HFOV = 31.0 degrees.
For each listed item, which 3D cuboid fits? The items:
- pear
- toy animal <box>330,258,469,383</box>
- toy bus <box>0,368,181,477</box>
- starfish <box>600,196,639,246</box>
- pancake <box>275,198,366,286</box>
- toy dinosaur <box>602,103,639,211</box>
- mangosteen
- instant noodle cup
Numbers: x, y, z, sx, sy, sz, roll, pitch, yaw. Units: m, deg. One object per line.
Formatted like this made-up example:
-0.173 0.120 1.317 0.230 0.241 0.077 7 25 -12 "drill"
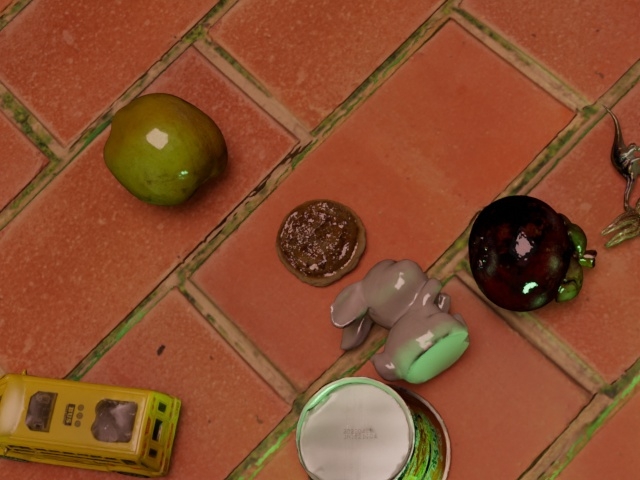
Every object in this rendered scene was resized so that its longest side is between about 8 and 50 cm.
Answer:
-0.260 -0.152 1.951 0.200 0.200 0.200 -5 69 13 "pear"
0.122 0.127 1.772 0.178 0.127 0.193 -44 60 -6 "toy animal"
-0.402 0.288 1.842 0.330 0.152 0.144 4 72 16 "toy bus"
0.505 -0.042 1.786 0.133 0.041 0.130 8 81 11 "starfish"
0.000 0.000 1.911 0.158 0.028 0.158 -6 69 15 "pancake"
0.490 -0.133 1.828 0.058 0.037 0.180 -11 69 6 "toy dinosaur"
0.323 0.020 1.755 0.200 0.200 0.199 -5 69 13 "mangosteen"
0.070 0.303 1.697 0.230 0.182 0.230 -5 69 12 "instant noodle cup"
